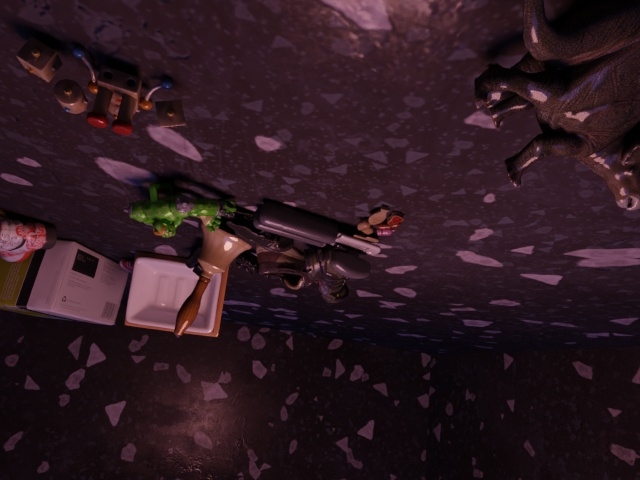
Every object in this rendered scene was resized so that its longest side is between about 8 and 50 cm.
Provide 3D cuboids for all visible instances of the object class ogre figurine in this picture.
[{"bbox_3d":[-0.271,-0.056,0.765,0.196,0.097,0.118,17,-176,22],"label":"ogre figurine"}]

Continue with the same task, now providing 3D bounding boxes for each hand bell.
[{"bbox_3d":[-0.262,0.093,0.910,0.126,0.242,0.126,25,171,4],"label":"hand bell"}]

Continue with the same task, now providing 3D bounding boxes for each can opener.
[{"bbox_3d":[0.000,0.000,0.828,0.280,0.093,0.074,22,158,-23],"label":"can opener"},{"bbox_3d":[-0.324,0.039,1.117,0.073,0.059,0.186,38,145,-6],"label":"can opener"}]

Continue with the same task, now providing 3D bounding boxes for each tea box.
[{"bbox_3d":[-0.888,0.138,1.360,0.323,0.220,0.329,6,161,7],"label":"tea box"}]

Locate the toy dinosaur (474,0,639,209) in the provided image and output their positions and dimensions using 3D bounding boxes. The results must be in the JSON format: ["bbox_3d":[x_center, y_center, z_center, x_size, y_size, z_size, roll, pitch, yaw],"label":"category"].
[{"bbox_3d":[0.223,-0.133,0.348,0.160,0.121,0.313,-18,146,29],"label":"toy dinosaur"}]

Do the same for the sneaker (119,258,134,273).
[{"bbox_3d":[-0.620,0.096,1.411,0.066,0.042,0.118,2,159,26],"label":"sneaker"}]

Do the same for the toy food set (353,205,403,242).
[{"bbox_3d":[0.116,-0.033,0.787,0.077,0.019,0.122,15,152,-21],"label":"toy food set"}]

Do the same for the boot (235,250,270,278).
[{"bbox_3d":[-0.165,0.059,1.108,0.099,0.045,0.121,25,-164,8],"label":"boot"}]

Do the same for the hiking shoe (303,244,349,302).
[{"bbox_3d":[0.045,0.085,1.020,0.114,0.086,0.227,-17,144,15],"label":"hiking shoe"}]

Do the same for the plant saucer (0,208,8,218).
[{"bbox_3d":[-0.829,-0.075,1.032,0.083,0.015,0.083,7,162,2],"label":"plant saucer"}]

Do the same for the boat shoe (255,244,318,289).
[{"bbox_3d":[-0.064,0.082,1.073,0.102,0.093,0.285,-7,157,33],"label":"boat shoe"}]

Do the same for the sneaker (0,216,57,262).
[{"bbox_3d":[-0.847,-0.002,1.104,0.269,0.090,0.145,-11,167,31],"label":"sneaker"}]

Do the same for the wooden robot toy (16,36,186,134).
[{"bbox_3d":[-0.245,-0.160,0.480,0.173,0.076,0.079,15,171,-20],"label":"wooden robot toy"}]

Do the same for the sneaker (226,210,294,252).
[{"bbox_3d":[-0.121,-0.018,0.867,0.170,0.051,0.089,20,163,-23],"label":"sneaker"}]

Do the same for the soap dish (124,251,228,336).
[{"bbox_3d":[-0.445,0.168,1.298,0.290,0.229,0.118,8,178,-3],"label":"soap dish"}]
